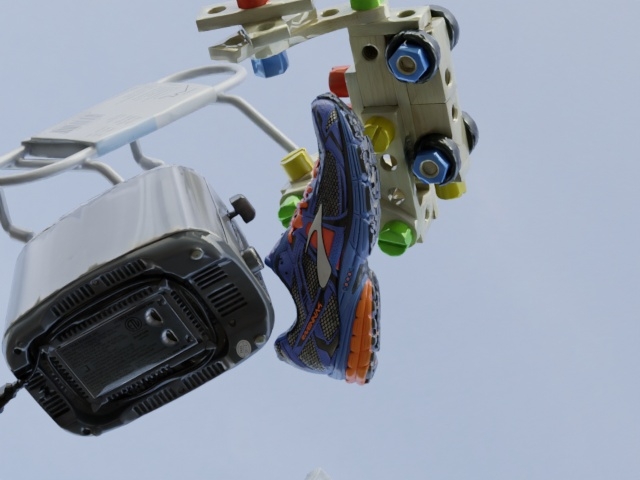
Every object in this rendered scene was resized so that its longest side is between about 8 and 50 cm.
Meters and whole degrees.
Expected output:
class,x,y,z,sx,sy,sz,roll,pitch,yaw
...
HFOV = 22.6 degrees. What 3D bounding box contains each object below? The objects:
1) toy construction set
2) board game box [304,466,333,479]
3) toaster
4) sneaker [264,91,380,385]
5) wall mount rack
class,x,y,z,sx,sy,sz,roll,pitch,yaw
toy construction set,0.022,-0.112,1.443,0.215,0.151,0.328,-1,-46,24
board game box,0.057,0.337,0.836,0.050,0.390,0.390,-29,-89,8
toaster,-0.146,0.044,1.207,0.227,0.146,0.129,-30,-60,10
sneaker,0.000,0.000,1.200,0.087,0.083,0.221,0,-86,5
wall mount rack,-0.156,-0.070,1.617,0.304,0.350,0.130,6,-62,40
